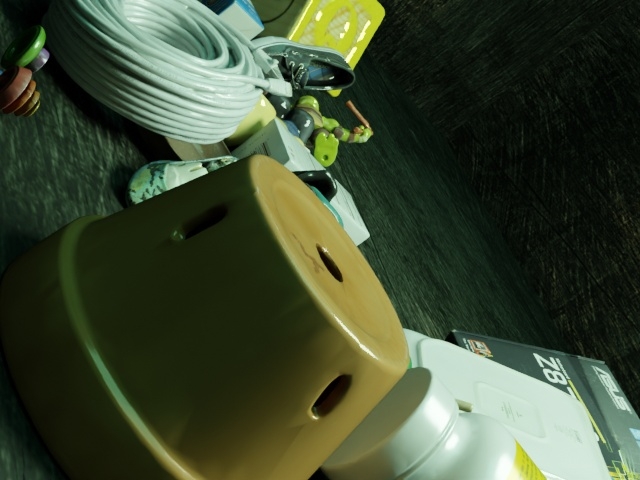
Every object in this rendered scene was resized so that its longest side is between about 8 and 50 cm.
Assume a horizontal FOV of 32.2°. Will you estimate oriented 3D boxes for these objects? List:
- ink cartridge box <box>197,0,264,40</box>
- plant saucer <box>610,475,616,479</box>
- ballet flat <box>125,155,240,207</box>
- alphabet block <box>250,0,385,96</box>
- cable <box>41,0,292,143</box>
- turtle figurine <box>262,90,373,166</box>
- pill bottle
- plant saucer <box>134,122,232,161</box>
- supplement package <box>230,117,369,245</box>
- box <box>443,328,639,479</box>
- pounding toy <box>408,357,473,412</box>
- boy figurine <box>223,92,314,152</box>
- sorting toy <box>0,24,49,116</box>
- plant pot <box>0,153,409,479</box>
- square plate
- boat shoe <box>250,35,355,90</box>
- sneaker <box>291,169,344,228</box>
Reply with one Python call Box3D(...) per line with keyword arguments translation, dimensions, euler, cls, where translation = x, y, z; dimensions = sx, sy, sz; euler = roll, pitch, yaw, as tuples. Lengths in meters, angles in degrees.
Box3D(translation=(-0.187, -0.361, 1.630), dimensions=(0.078, 0.134, 0.231), euler=(36, 23, -50), cls="ink cartridge box")
Box3D(translation=(0.332, 0.341, 1.502), dimensions=(0.192, 0.018, 0.067), euler=(-15, 51, -47), cls="plant saucer")
Box3D(translation=(-0.132, -0.062, 1.173), dimensions=(0.070, 0.070, 0.188), euler=(56, 26, 6), cls="ballet flat")
Box3D(translation=(-0.039, -0.398, 1.965), dimensions=(0.197, 0.192, 0.193), euler=(26, -4, 37), cls="alphabet block")
Box3D(translation=(-0.186, -0.215, 1.248), dimensions=(0.257, 0.089, 0.257), euler=(45, 27, 18), cls="cable")
Box3D(translation=(-0.037, -0.201, 1.859), dimensions=(0.269, 0.087, 0.217), euler=(28, 24, -11), cls="turtle figurine")
Box3D(translation=(0.151, 0.293, 1.082), dimensions=(0.334, 0.188, 0.188), euler=(52, 14, -11), cls="pill bottle")
Box3D(translation=(-0.167, -0.119, 1.329), dimensions=(0.199, 0.036, 0.199), euler=(51, 13, -17), cls="plant saucer")
Box3D(translation=(-0.036, -0.053, 1.459), dimensions=(0.179, 0.105, 0.105), euler=(44, 15, -38), cls="supplement package")
Box3D(translation=(0.365, 0.320, 1.670), dimensions=(0.318, 0.097, 0.395), euler=(15, 32, -25), cls="box")
Box3D(translation=(0.065, 0.164, 1.204), dimensions=(0.130, 0.141, 0.100), euler=(60, 14, 21), cls="pounding toy")
Box3D(translation=(-0.095, -0.175, 1.564), dimensions=(0.177, 0.092, 0.285), euler=(39, 8, 8), cls="boy figurine")
Box3D(translation=(-0.268, -0.145, 1.002), dimensions=(0.042, 0.061, 0.102), euler=(45, 39, -34), cls="sorting toy")
Box3D(translation=(-0.068, 0.072, 0.851), dimensions=(0.291, 0.203, 0.291), euler=(51, 14, -17), cls="plant pot")
Box3D(translation=(0.246, 0.245, 1.493), dimensions=(0.344, 0.049, 0.347), euler=(22, 21, -7), cls="square plate")
Box3D(translation=(-0.038, -0.278, 1.821), dimensions=(0.228, 0.080, 0.076), euler=(0, 35, -41), cls="boat shoe")
Box3D(translation=(-0.039, -0.001, 1.227), dimensions=(0.302, 0.121, 0.108), euler=(-87, 155, -59), cls="sneaker")
